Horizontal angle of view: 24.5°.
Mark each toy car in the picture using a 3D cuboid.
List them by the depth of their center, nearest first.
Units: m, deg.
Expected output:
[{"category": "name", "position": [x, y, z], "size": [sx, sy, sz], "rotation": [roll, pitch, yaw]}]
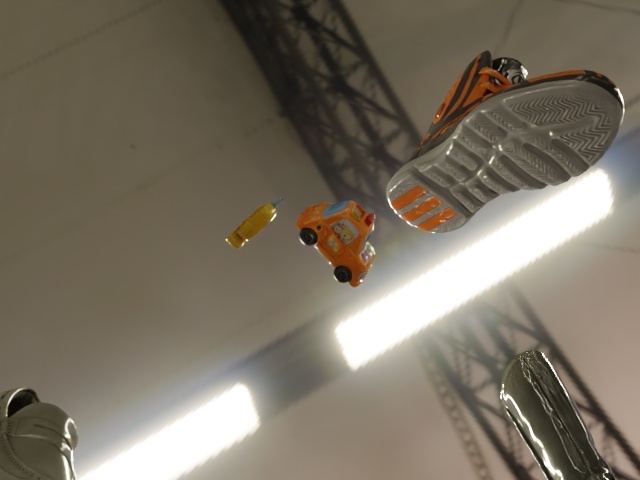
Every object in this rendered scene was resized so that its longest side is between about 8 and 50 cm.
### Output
[{"category": "toy car", "position": [0.000, 0.000, 0.873], "size": [0.040, 0.060, 0.122], "rotation": [-40, -11, 24]}]

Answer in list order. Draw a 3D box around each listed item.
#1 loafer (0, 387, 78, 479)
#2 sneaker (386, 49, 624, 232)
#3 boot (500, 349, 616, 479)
[{"category": "loafer", "position": [-0.310, 0.222, 1.554], "size": [0.112, 0.319, 0.111], "rotation": [41, -99, -24]}, {"category": "sneaker", "position": [0.196, -0.138, 1.526], "size": [0.124, 0.321, 0.180], "rotation": [40, -125, -20]}, {"category": "boot", "position": [0.231, 0.227, 1.333], "size": [0.076, 0.208, 0.190], "rotation": [-21, -47, -18]}]
